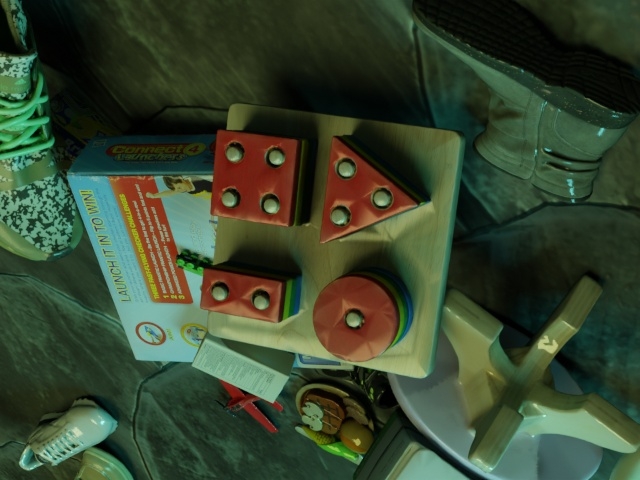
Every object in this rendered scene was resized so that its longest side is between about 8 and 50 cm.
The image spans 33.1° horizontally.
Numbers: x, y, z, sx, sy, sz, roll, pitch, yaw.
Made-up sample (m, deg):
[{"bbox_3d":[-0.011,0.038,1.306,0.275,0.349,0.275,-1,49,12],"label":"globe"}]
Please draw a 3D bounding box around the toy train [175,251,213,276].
[{"bbox_3d":[-0.133,0.037,1.273,0.083,0.017,0.024,21,142,-1],"label":"toy train"}]

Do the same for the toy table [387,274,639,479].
[{"bbox_3d":[0.211,0.160,1.186,0.274,0.252,0.161,26,154,0],"label":"toy table"}]

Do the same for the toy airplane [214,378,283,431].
[{"bbox_3d":[-0.104,0.237,1.604,0.151,0.028,0.151,19,135,20],"label":"toy airplane"}]

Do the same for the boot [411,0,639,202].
[{"bbox_3d":[0.177,-0.134,1.048,0.246,0.083,0.161,32,144,7],"label":"boot"}]

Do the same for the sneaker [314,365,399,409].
[{"bbox_3d":[0.072,0.173,1.393,0.188,0.078,0.067,11,133,26],"label":"sneaker"}]

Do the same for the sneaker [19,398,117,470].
[{"bbox_3d":[-0.441,0.346,1.877,0.090,0.095,0.235,49,135,-12],"label":"sneaker"}]

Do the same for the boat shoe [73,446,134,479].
[{"bbox_3d":[-0.404,0.481,1.975,0.104,0.089,0.285,23,139,15],"label":"boat shoe"}]

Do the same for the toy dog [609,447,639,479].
[{"bbox_3d":[0.456,0.333,1.038,0.395,0.408,0.284,15,134,22],"label":"toy dog"}]

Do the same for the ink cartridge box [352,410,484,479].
[{"bbox_3d":[0.155,0.332,1.337,0.211,0.121,0.289,35,179,2],"label":"ink cartridge box"}]

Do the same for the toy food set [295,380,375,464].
[{"bbox_3d":[0.020,0.255,1.531,0.132,0.038,0.192,25,137,12],"label":"toy food set"}]

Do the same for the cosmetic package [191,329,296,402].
[{"bbox_3d":[-0.095,0.149,1.338,0.115,0.041,0.060,26,130,-6],"label":"cosmetic package"}]

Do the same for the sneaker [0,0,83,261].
[{"bbox_3d":[-0.367,-0.164,1.220,0.182,0.158,0.410,6,117,61],"label":"sneaker"}]

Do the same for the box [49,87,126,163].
[{"bbox_3d":[-0.285,-0.115,1.378,0.169,0.059,0.054,38,134,-2],"label":"box"}]

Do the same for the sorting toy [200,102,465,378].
[{"bbox_3d":[0.000,0.000,1.108,0.255,0.089,0.257,10,99,19],"label":"sorting toy"}]

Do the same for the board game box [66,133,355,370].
[{"bbox_3d":[-0.117,0.017,1.321,0.302,0.086,0.308,1,129,16],"label":"board game box"}]
